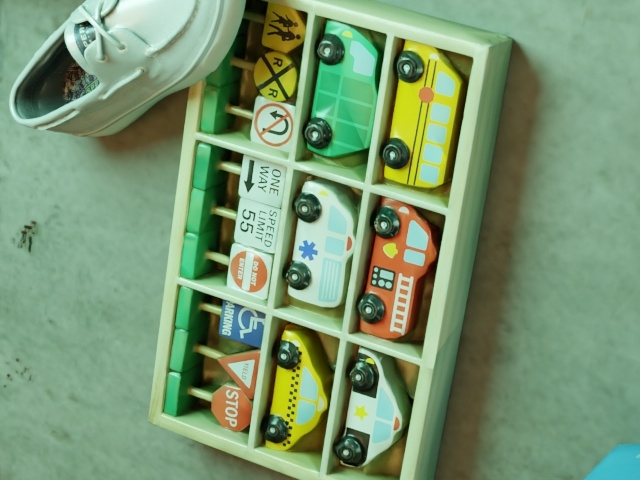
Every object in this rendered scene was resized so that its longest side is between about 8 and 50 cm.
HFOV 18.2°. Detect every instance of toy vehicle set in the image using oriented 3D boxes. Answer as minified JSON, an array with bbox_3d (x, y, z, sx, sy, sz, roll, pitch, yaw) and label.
[{"bbox_3d":[0.000,0.000,1.080,0.166,0.035,0.267,17,111,22],"label":"toy vehicle set"}]

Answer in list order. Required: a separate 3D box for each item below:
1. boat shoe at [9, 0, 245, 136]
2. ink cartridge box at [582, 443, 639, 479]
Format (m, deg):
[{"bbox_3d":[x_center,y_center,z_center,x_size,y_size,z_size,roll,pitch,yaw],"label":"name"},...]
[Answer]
[{"bbox_3d":[-0.107,-0.107,1.060,0.184,0.063,0.066,-25,76,50],"label":"boat shoe"},{"bbox_3d":[0.191,0.200,0.882,0.223,0.307,0.129,0,104,27],"label":"ink cartridge box"}]
